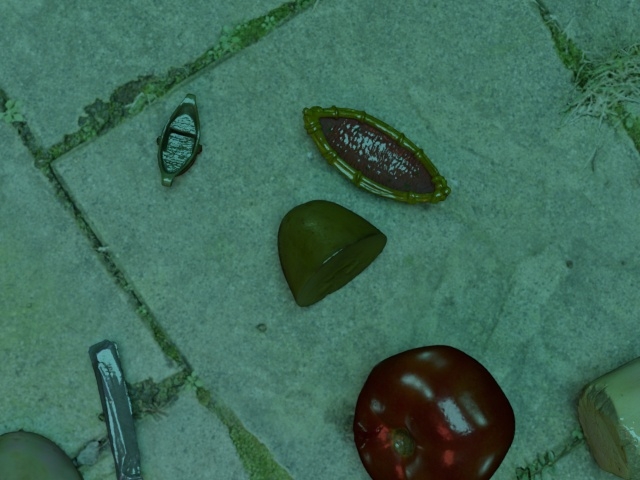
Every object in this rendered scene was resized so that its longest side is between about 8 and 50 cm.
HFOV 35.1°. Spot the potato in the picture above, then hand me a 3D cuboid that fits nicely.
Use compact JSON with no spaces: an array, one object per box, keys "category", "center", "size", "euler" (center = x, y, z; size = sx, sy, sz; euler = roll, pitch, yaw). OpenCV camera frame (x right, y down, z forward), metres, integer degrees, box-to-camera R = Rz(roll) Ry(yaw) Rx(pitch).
[{"category":"potato","center":[0.000,0.000,1.879],"size":[0.203,0.178,0.158],"euler":[-40,70,14]}]

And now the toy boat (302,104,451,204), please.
[{"category":"toy boat","center":[0.104,-0.163,1.940],"size":[0.318,0.099,0.141],"euler":[30,76,2]}]

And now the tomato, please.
[{"category":"tomato","center":[0.212,0.327,1.803],"size":[0.226,0.298,0.299],"euler":[-11,80,-48]}]

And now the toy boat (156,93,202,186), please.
[{"category":"toy boat","center":[-0.267,-0.184,1.917],"size":[0.089,0.071,0.185],"euler":[14,79,-5]}]

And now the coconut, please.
[{"category":"coconut","center":[0.618,0.322,1.848],"size":[0.244,0.239,0.239],"euler":[-19,83,-9]}]

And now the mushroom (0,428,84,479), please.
[{"category":"mushroom","center":[-0.547,0.414,1.745],"size":[0.236,0.173,0.162],"euler":[-20,81,-8]}]

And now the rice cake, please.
[{"category":"rice cake","center":[-0.370,0.312,1.841],"size":[0.055,0.049,0.270],"euler":[-11,82,-29]}]
